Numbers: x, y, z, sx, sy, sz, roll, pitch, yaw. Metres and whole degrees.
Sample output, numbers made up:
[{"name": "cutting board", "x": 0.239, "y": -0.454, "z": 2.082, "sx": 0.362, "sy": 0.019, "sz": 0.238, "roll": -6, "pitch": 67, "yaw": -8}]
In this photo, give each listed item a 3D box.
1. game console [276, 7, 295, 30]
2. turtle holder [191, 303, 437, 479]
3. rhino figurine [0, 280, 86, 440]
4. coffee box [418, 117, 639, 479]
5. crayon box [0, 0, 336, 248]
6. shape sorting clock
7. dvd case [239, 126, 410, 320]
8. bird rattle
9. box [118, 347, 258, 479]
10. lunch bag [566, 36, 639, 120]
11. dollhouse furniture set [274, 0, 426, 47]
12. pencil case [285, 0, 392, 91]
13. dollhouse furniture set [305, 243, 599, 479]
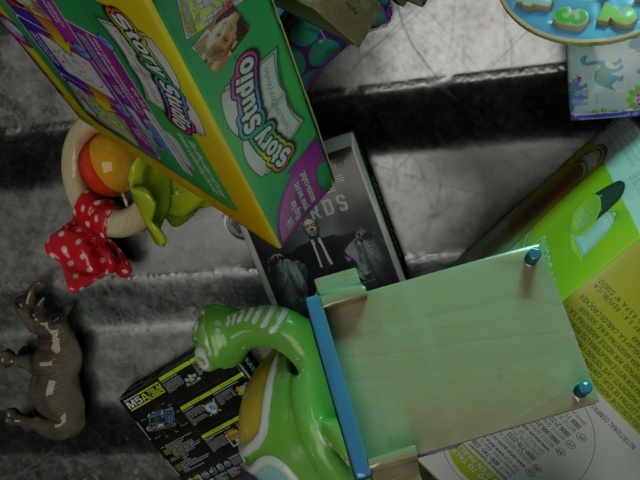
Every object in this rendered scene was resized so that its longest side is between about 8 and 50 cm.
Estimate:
[{"name": "game console", "x": -0.082, "y": -0.275, "z": 0.948, "sx": 0.085, "sy": 0.124, "sz": 0.144, "roll": 30, "pitch": 115, "yaw": -30}, {"name": "turtle holder", "x": -0.002, "y": 0.213, "z": 1.003, "sx": 0.320, "sy": 0.244, "sz": 0.227, "roll": 22, "pitch": 144, "yaw": -39}, {"name": "rhino figurine", "x": -0.373, "y": 0.167, "z": 1.165, "sx": 0.106, "sy": 0.073, "sz": 0.244, "roll": 6, "pitch": 109, "yaw": 13}, {"name": "coffee box", "x": 0.315, "y": 0.132, "z": 0.872, "sx": 0.338, "sy": 0.338, "sz": 0.334, "roll": 44, "pitch": 112, "yaw": -6}, {"name": "crayon box", "x": -0.164, "y": -0.182, "z": 0.768, "sx": 0.313, "sy": 0.363, "sz": 0.106, "roll": 31, "pitch": 73, "yaw": 25}, {"name": "shape sorting clock", "x": 0.274, "y": -0.280, "z": 0.837, "sx": 0.206, "sy": 0.040, "sz": 0.206, "roll": -6, "pitch": 66, "yaw": 14}, {"name": "dvd case", "x": 0.000, "y": 0.000, "z": 1.055, "sx": 0.179, "sy": 0.029, "sz": 0.239, "roll": -17, "pitch": 105, "yaw": 16}, {"name": "bird rattle", "x": -0.246, "y": -0.063, "z": 1.055, "sx": 0.253, "sy": 0.143, "sz": 0.207, "roll": -22, "pitch": 84, "yaw": 39}, {"name": "box", "x": -0.147, "y": 0.238, "z": 1.161, "sx": 0.190, "sy": 0.045, "sz": 0.184, "roll": -32, "pitch": 98, "yaw": 20}, {"name": "lunch bag", "x": 0.335, "y": -0.197, "z": 0.884, "sx": 0.151, "sy": 0.096, "sz": 0.129, "roll": -1, "pitch": 109, "yaw": 22}, {"name": "dollhouse furniture set", "x": 0.029, "y": -0.385, "z": 0.762, "sx": 0.173, "sy": 0.303, "sz": 0.356, "roll": 32, "pitch": 97, "yaw": 24}, {"name": "pencil case", "x": 0.008, "y": -0.230, "z": 0.954, "sx": 0.151, "sy": 0.064, "sz": 0.070, "roll": -37, "pitch": 90, "yaw": 21}, {"name": "dollhouse furniture set", "x": 0.160, "y": 0.144, "z": 0.695, "sx": 0.286, "sy": 0.198, "sz": 0.304, "roll": -17, "pitch": 73, "yaw": -4}]
